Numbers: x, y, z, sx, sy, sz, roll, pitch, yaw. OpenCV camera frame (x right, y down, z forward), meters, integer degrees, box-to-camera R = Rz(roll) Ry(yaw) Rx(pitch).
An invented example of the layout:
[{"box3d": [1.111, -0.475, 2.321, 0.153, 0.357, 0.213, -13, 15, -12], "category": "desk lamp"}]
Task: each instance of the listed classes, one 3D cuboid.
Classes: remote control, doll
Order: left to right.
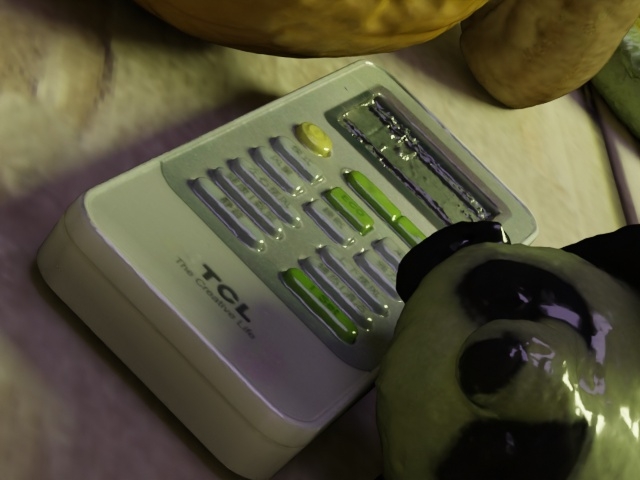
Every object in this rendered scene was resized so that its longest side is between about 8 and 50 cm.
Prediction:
[{"box3d": [0.000, 0.000, 0.686, 0.103, 0.034, 0.250, 45, 26, 7], "category": "remote control"}, {"box3d": [0.110, 0.057, 0.646, 0.135, 0.144, 0.234, 6, 7, 34], "category": "doll"}]

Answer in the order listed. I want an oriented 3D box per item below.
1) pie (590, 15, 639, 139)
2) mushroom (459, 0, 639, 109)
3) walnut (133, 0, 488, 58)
[{"box3d": [0.198, -0.087, 1.077, 0.187, 0.041, 0.187, 32, 27, -19], "category": "pie"}, {"box3d": [0.065, -0.198, 0.879, 0.286, 0.151, 0.156, 52, 47, -14], "category": "mushroom"}, {"box3d": [-0.005, -0.146, 0.755, 0.206, 0.159, 0.159, 2, 46, -39], "category": "walnut"}]
